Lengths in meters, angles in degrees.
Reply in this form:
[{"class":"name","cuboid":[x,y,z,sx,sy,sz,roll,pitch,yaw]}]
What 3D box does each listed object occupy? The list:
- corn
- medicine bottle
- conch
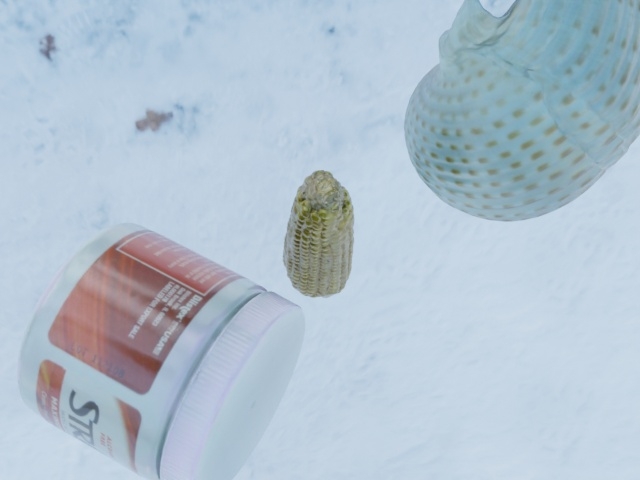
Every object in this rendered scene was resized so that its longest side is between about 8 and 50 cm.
[{"class":"corn","cuboid":[0.000,0.000,1.294,0.097,0.262,0.097,2,59,-3]},{"class":"medicine bottle","cuboid":[-0.178,0.135,1.113,0.240,0.252,0.253,25,77,15]},{"class":"conch","cuboid":[0.240,-0.153,1.048,0.303,0.319,0.215,-34,81,-1]}]
